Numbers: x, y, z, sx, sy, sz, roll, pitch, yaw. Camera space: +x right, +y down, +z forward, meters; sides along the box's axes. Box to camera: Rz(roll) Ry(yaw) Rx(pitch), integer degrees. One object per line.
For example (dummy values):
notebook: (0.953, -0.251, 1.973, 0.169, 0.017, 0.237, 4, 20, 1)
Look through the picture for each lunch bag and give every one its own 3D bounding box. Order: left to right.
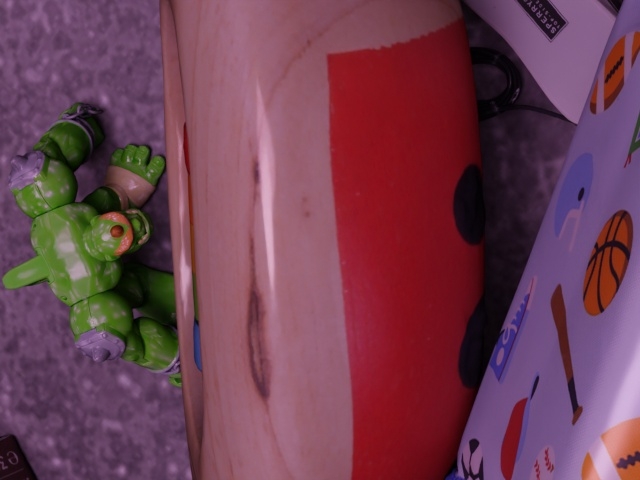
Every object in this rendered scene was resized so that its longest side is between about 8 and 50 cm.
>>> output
lunch bag: (0.299, 0.064, 0.865, 0.385, 0.239, 0.328, 16, 102, -10)

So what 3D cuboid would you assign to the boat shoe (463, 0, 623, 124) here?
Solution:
boat shoe: (0.136, -0.142, 0.994, 0.078, 0.070, 0.219, -42, 58, 25)

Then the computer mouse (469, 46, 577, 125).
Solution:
computer mouse: (0.154, -0.069, 1.023, 0.242, 0.041, 0.071, 18, 94, 26)

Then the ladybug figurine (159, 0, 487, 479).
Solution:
ladybug figurine: (0.000, 0.000, 0.972, 0.162, 0.305, 0.449, -4, 108, -9)

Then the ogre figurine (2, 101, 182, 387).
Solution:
ogre figurine: (-0.142, 0.008, 1.100, 0.097, 0.118, 0.197, -4, 95, 22)

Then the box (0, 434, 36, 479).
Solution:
box: (-0.216, 0.339, 1.130, 0.143, 0.191, 0.381, -29, 86, 22)
